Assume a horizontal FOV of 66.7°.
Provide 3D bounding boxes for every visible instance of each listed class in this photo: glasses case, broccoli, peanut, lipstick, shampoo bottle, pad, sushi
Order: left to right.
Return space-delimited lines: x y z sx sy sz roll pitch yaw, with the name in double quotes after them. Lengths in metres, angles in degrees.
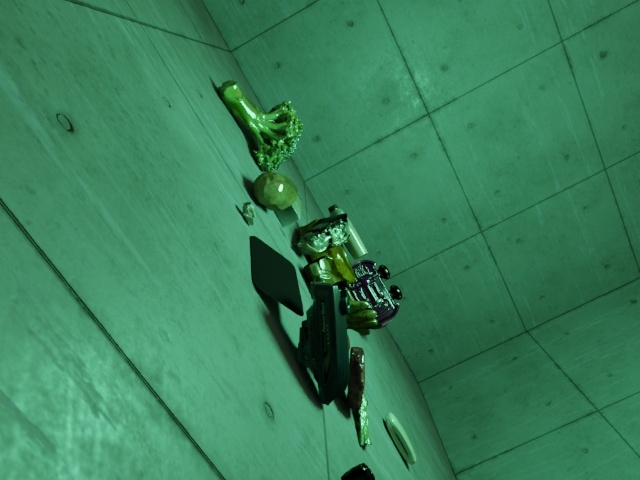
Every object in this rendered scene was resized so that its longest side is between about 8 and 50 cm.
-0.244 -0.518 2.080 0.397 0.275 0.353 48 8 -6 "broccoli"
-0.157 -0.166 1.649 0.129 0.129 0.224 64 16 13 "peanut"
-0.128 -0.147 1.986 0.079 0.076 0.371 62 6 -15 "lipstick"
-0.076 0.146 1.282 0.323 0.055 0.250 59 7 -29 "pad"
0.009 0.002 1.869 0.273 0.134 0.109 -42 113 -49 "sushi"
0.112 -0.041 2.102 0.256 0.078 0.127 61 2 7 "shampoo bottle"
0.295 0.727 1.784 0.204 0.051 0.081 62 6 -5 "glasses case"

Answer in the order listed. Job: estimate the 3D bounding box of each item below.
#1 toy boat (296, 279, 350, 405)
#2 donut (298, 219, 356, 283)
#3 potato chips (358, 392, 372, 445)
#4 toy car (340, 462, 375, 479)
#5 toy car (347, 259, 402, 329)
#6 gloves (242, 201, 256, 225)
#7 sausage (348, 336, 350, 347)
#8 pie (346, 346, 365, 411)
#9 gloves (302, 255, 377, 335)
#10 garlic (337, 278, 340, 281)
0.009 0.241 1.156 0.114 0.122 0.295 16 73 -74 "toy boat"
0.039 0.060 2.070 0.330 0.160 0.330 56 14 -22 "donut"
0.128 0.521 1.393 0.207 0.028 0.091 -87 158 -62 "potato chips"
0.102 0.539 1.008 0.165 0.071 0.062 62 -8 -5 "toy car"
0.232 0.274 2.400 0.340 0.271 0.240 63 -12 10 "toy car"
-0.196 -0.079 1.340 0.044 0.037 0.080 -32 113 -48 "gloves"
0.035 0.292 1.379 0.097 0.094 0.348 64 6 8 "sausage"
0.102 0.389 1.370 0.182 0.050 0.182 4 90 -88 "pie"
0.063 0.211 1.737 0.331 0.141 0.154 53 -20 5 "gloves"
0.046 0.198 1.907 0.101 0.087 0.195 -86 153 -54 "garlic"
